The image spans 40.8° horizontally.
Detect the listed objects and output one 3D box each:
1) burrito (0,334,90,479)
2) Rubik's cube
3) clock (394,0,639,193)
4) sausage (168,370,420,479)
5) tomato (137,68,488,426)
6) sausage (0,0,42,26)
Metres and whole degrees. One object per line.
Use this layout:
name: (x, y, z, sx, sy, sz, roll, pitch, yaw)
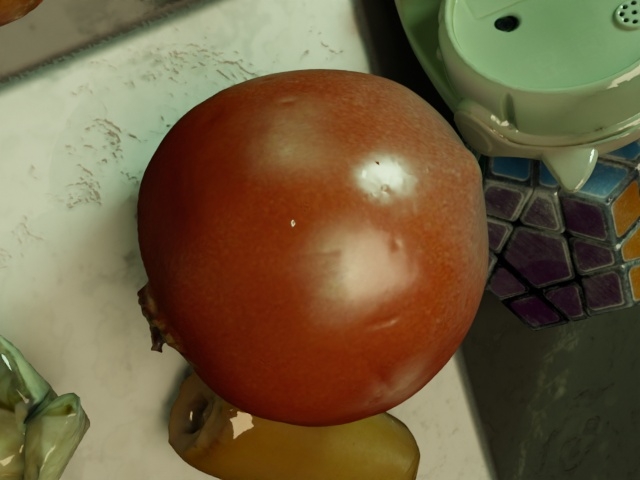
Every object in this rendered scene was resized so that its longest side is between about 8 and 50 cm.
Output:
burrito: (-0.325, 0.232, 0.732, 0.332, 0.190, 0.135, -59, 158, -1)
Rubik's cube: (0.283, -0.053, 0.942, 0.319, 0.319, 0.264, -48, 147, -11)
clock: (0.231, -0.203, 0.816, 0.265, 0.324, 0.108, -24, 149, 6)
sausage: (0.002, 0.228, 0.947, 0.354, 0.116, 0.134, 27, 78, -37)
tomato: (0.000, 0.000, 0.758, 0.321, 0.321, 0.321, -8, 107, -29)
sausage: (-0.299, -0.268, 0.606, 0.141, 0.153, 0.268, -46, 122, -19)
